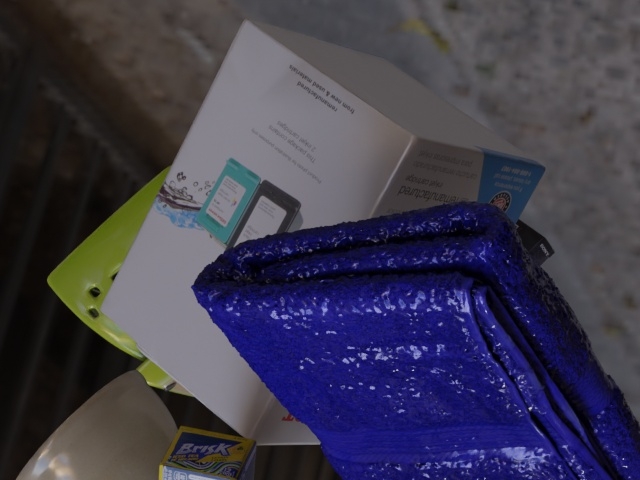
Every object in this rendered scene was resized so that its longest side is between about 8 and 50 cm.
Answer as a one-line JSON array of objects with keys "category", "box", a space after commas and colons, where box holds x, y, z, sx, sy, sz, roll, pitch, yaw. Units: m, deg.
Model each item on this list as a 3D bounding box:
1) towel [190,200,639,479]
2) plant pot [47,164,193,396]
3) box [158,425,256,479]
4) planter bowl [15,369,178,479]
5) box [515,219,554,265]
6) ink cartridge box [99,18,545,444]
[{"category": "towel", "box": [0.076, 0.104, 1.253, 0.227, 0.076, 0.308, -11, 137, 26]}, {"category": "plant pot", "box": [-0.171, 0.069, 2.398, 0.207, 0.228, 0.227, 51, -173, 19]}, {"category": "box", "box": [-0.084, 0.218, 1.340, 0.059, 0.054, 0.169, 10, 119, 9]}, {"category": "planter bowl", "box": [-0.183, 0.212, 1.700, 0.109, 0.162, 0.162, 43, 159, 9]}, {"category": "box", "box": [0.116, 0.008, 1.687, 0.162, 0.116, 0.029, 38, 171, 44]}, {"category": "ink cartridge box", "box": [0.000, 0.000, 1.501, 0.197, 0.270, 0.198, 37, -163, 33]}]
